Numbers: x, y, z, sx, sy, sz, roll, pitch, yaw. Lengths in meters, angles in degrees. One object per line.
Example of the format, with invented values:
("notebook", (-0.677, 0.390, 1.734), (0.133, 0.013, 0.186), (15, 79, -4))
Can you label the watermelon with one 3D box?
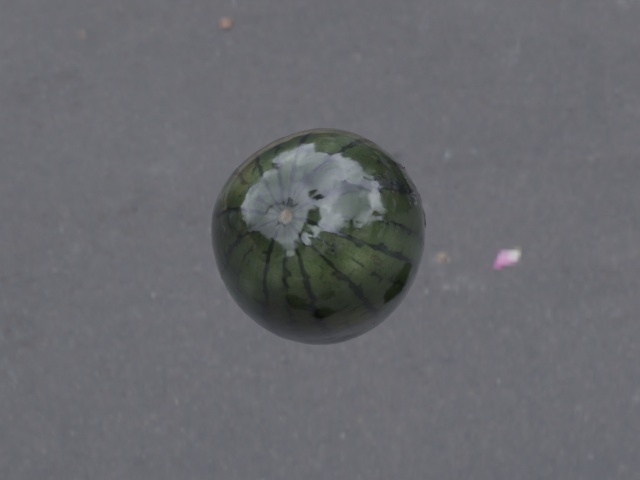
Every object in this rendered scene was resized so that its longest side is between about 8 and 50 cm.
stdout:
("watermelon", (0.000, 0.000, 0.541), (0.078, 0.110, 0.078), (0, 76, 2))
